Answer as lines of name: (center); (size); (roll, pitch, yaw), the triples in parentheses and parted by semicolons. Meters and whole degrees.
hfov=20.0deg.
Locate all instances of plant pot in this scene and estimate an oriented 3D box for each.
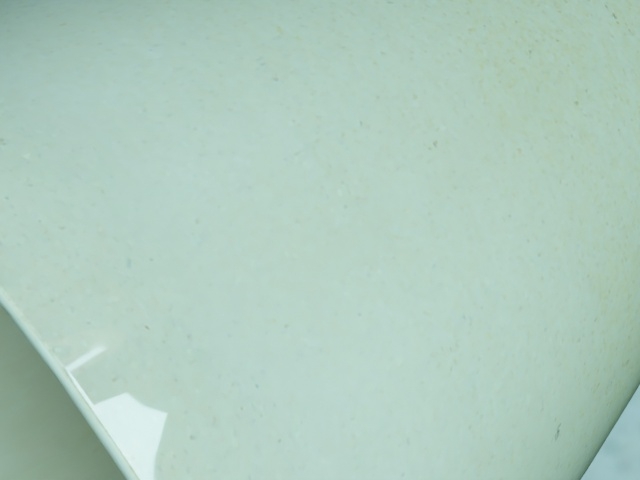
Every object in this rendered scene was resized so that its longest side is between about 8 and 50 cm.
plant pot: (0.000, 0.000, 0.551); (0.274, 0.256, 0.256); (-35, 95, -28)
